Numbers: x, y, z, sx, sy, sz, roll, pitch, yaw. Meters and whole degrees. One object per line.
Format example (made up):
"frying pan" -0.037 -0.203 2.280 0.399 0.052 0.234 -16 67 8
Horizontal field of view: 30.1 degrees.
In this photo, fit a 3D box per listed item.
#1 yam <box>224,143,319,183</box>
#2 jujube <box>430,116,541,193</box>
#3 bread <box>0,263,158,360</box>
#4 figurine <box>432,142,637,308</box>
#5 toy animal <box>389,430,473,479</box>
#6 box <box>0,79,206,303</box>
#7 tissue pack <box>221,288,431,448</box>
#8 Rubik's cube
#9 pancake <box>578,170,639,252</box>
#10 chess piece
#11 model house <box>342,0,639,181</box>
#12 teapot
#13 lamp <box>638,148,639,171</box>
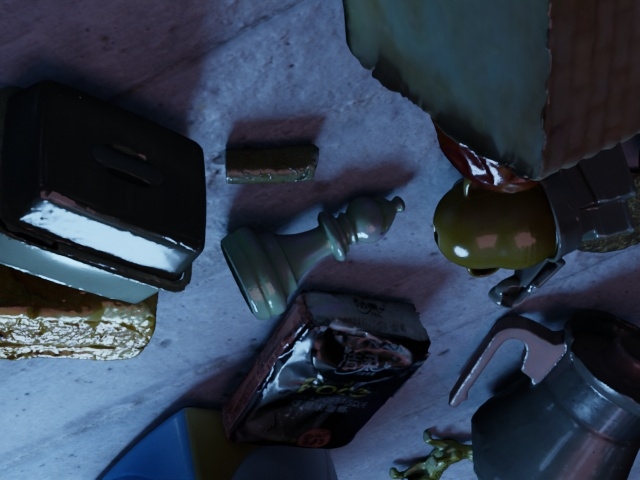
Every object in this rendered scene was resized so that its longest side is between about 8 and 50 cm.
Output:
"yam" -0.068 -0.103 1.621 0.132 0.054 0.054 -4 138 -15
"jujube" 0.216 -0.169 1.493 0.174 0.250 0.174 -11 136 -11
"bread" -0.373 0.082 1.664 0.294 0.132 0.167 0 138 -21
"figurine" 0.302 -0.043 1.732 0.285 0.167 0.342 -19 112 -7
"toy animal" 0.224 0.451 2.352 0.136 0.073 0.181 11 130 -40
"box" -0.281 -0.057 1.474 0.290 0.221 0.166 21 141 -37
"tissue pack" 0.003 0.226 1.971 0.245 0.123 0.332 9 134 -31
"Rubik's cube" -0.174 0.531 2.081 0.347 0.352 0.351 21 125 -36
"pancake" 0.475 -0.044 1.906 0.199 0.021 0.199 -10 139 -9
"chess piece" 0.000 0.000 1.728 0.271 0.139 0.139 -27 141 -7
"model house" 0.266 -0.367 1.242 0.400 0.395 0.445 -20 126 -20
"teapot" 0.429 0.301 2.121 0.376 0.305 0.362 28 119 -6
"lamp" 0.538 -0.120 1.755 0.136 0.136 0.136 -10 140 -9
